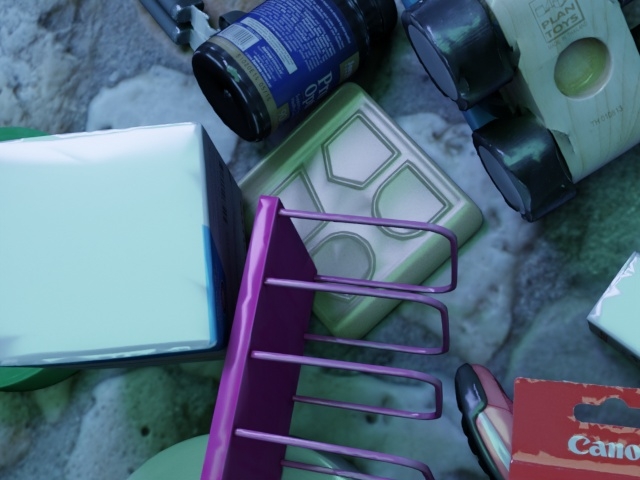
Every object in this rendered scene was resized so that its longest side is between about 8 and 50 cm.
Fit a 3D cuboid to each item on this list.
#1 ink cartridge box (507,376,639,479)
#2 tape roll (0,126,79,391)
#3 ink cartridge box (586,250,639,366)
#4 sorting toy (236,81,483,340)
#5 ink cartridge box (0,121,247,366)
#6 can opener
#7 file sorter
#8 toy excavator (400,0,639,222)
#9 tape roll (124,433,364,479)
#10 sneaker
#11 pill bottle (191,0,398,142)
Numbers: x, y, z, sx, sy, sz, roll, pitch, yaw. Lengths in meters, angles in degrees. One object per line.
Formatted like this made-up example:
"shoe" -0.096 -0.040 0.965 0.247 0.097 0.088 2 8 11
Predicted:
"ink cartridge box" 0.246 0.239 0.759 0.181 0.056 0.225 3 92 19
"tape roll" -0.383 0.024 1.102 0.321 0.077 0.321 -3 77 16
"ink cartridge box" 0.349 0.104 0.830 0.190 0.139 0.082 37 93 21
"sorting toy" 0.000 0.000 1.015 0.307 0.041 0.229 -43 74 5
"ink cartridge box" -0.182 0.023 0.882 0.197 0.270 0.198 -6 80 2
"can opener" -0.160 -0.286 1.113 0.093 0.074 0.280 -33 69 -29
"file sorter" 0.024 0.137 0.832 0.182 0.202 0.291 6 70 12
"toy excavator" 0.147 -0.291 0.932 0.222 0.433 0.445 -34 28 2
"tape roll" -0.080 0.397 0.936 0.391 0.072 0.392 -3 77 15
"sneaker" 0.251 0.236 0.864 0.136 0.116 0.314 -34 78 -3
"pill bottle" -0.024 -0.217 0.995 0.219 0.123 0.123 -38 69 -17
